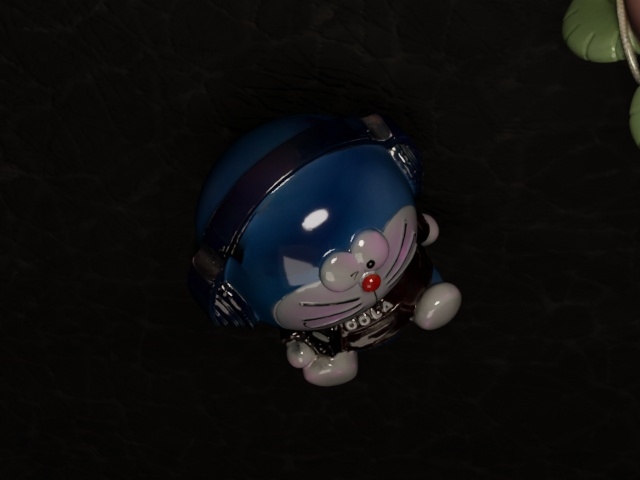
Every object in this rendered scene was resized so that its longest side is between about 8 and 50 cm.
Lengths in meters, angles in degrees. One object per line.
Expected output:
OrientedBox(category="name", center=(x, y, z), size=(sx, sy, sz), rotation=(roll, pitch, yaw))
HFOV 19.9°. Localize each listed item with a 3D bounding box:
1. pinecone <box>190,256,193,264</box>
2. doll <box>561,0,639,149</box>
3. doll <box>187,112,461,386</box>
OrientedBox(category="pinecone", center=(-0.113, 0.041, 2.159), size=(0.083, 0.077, 0.077), rotation=(-23, 145, -11))
OrientedBox(category="doll", center=(0.367, -0.187, 1.602), size=(0.268, 0.284, 0.216), rotation=(-31, 134, 8))
OrientedBox(category="doll", center=(0.000, 0.000, 1.950), size=(0.284, 0.240, 0.310), rotation=(-42, 150, -1))
